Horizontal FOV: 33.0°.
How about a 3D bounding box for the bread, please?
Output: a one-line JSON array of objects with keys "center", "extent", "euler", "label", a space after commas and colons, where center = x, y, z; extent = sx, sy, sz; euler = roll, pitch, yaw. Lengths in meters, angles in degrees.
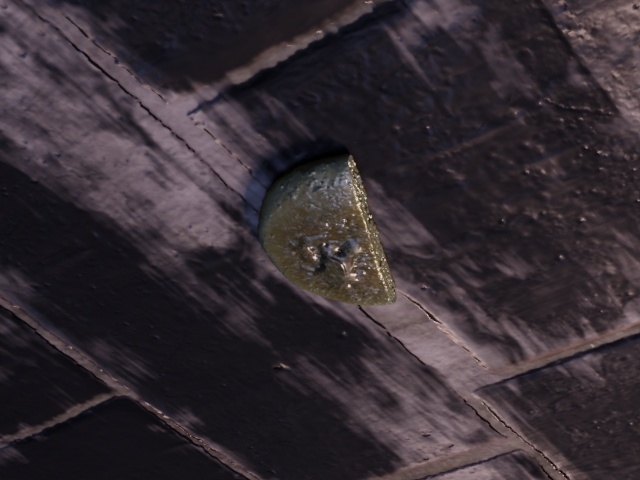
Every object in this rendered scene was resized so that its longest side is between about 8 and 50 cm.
[{"center": [-0.003, 0.003, 0.994], "extent": [0.112, 0.036, 0.193], "euler": [-4, 136, 15], "label": "bread"}]
